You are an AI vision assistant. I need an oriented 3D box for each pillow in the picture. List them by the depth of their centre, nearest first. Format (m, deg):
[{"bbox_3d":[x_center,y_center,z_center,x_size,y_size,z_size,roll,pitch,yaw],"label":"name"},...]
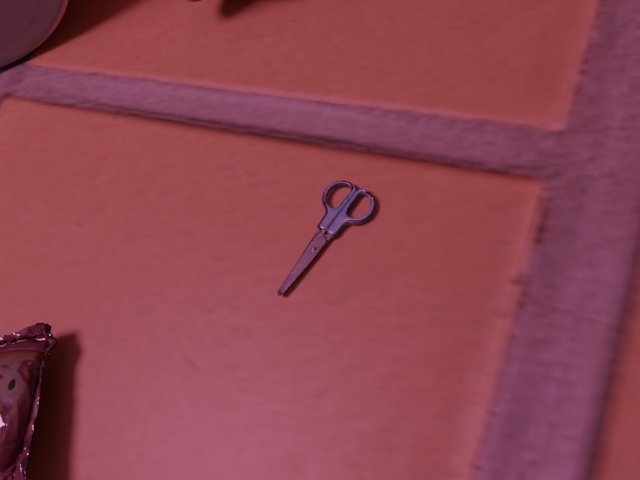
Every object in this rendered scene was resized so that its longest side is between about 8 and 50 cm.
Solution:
[{"bbox_3d":[-0.249,0.123,0.378,0.185,0.043,0.118,-12,57,11],"label":"pillow"}]

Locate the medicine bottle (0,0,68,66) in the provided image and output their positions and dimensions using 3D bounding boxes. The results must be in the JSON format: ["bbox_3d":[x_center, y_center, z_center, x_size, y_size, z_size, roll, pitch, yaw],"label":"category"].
[{"bbox_3d":[-0.333,-0.303,0.481,0.253,0.252,0.240,-19,61,11],"label":"medicine bottle"}]

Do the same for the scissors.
[{"bbox_3d":[0.000,0.000,0.365,0.036,0.006,0.083,31,80,27],"label":"scissors"}]
